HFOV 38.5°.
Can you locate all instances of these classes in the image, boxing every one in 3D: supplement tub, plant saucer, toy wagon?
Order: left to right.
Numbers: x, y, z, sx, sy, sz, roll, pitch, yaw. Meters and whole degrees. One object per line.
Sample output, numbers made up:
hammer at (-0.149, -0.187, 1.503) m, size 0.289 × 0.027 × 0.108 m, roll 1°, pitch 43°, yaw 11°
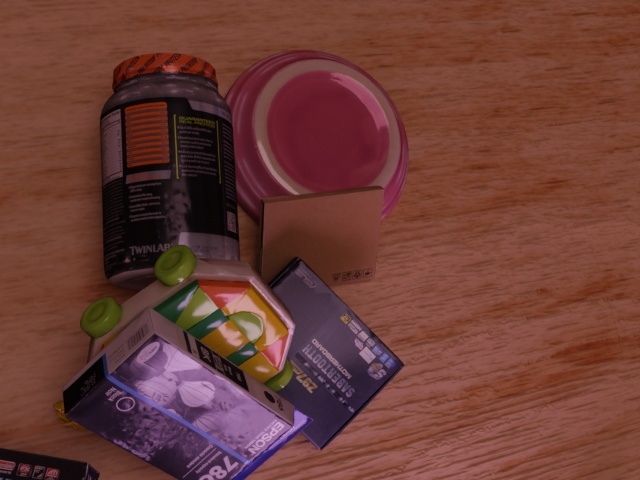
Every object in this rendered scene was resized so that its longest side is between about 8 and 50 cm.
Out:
toy wagon at (-0.205, 0.169, 1.239) m, size 0.344 × 0.068 × 0.267 m, roll -35°, pitch 126°, yaw 4°
supplement tub at (-0.218, -0.094, 1.320) m, size 0.193 × 0.193 × 0.316 m, roll 1°, pitch 77°, yaw -21°
plant saucer at (0.000, -0.161, 1.479) m, size 0.332 × 0.084 × 0.332 m, roll 5°, pitch 74°, yaw -20°

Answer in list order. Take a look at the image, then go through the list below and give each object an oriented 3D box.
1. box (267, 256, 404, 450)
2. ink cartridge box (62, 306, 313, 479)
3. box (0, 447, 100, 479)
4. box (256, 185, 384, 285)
box at (-0.019, 0.168, 1.376) m, size 0.183 × 0.059 × 0.233 m, roll -44°, pitch 94°, yaw -4°
ink cartridge box at (-0.161, 0.236, 1.218) m, size 0.165 × 0.065 × 0.332 m, roll -44°, pitch 126°, yaw 10°
box at (-0.449, 0.393, 1.102) m, size 0.295 × 0.073 × 0.293 m, roll 8°, pitch 62°, yaw 3°
box at (0.000, 0.000, 1.418) m, size 0.201 × 0.021 × 0.165 m, roll -8°, pitch 120°, yaw -22°
